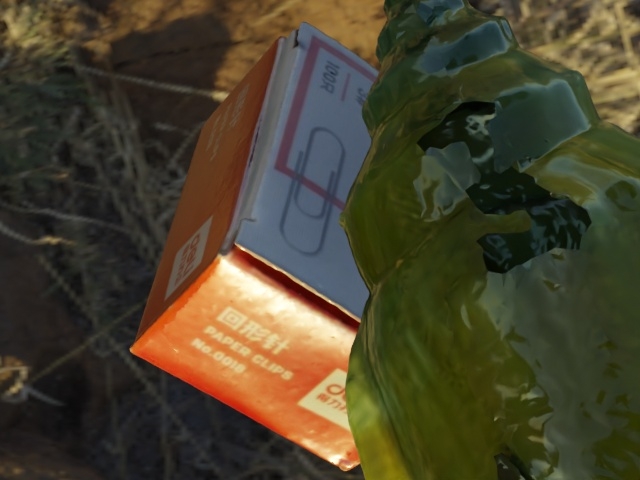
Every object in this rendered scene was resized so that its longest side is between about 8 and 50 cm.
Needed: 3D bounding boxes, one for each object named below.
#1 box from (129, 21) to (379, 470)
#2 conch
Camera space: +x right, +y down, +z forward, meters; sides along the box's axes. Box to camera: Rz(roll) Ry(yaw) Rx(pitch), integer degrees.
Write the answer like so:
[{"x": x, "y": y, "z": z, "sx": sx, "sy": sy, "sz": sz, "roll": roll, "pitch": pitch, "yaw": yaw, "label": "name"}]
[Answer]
[{"x": 0.000, "y": 0.000, "z": 0.785, "sx": 0.133, "sy": 0.099, "sz": 0.182, "roll": 34, "pitch": 38, "yaw": -17, "label": "box"}, {"x": 0.049, "y": 0.028, "z": 0.359, "sx": 0.079, "sy": 0.095, "sz": 0.201, "roll": 12, "pitch": 71, "yaw": -46, "label": "conch"}]
